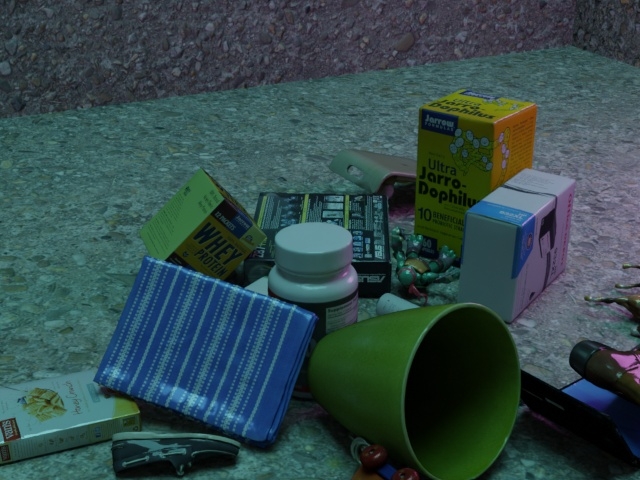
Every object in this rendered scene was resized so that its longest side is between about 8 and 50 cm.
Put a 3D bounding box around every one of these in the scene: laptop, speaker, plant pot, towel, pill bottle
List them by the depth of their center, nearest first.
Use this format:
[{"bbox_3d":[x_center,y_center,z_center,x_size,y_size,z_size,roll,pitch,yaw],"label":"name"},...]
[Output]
[{"bbox_3d":[0.123,0.225,1.663,0.274,0.275,0.293,-21,16,-38],"label":"plant pot"},{"bbox_3d":[0.455,0.259,1.705,0.234,0.264,0.136,26,71,46],"label":"laptop"},{"bbox_3d":[-0.193,0.184,1.737,0.336,0.243,0.040,18,-12,13],"label":"towel"},{"bbox_3d":[-0.014,0.122,1.834,0.161,0.283,0.161,0,24,0],"label":"pill bottle"},{"bbox_3d":[0.176,0.151,2.050,0.055,0.055,0.136,-21,31,-39],"label":"speaker"}]

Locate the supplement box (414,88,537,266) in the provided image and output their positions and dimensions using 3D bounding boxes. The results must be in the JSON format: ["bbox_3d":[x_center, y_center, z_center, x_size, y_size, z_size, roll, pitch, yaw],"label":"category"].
[{"bbox_3d":[0.346,-0.136,2.326,0.194,0.357,0.195,17,29,35],"label":"supplement box"}]

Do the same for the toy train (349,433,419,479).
[{"bbox_3d":[0.049,0.376,1.518,0.143,0.105,0.248,-30,24,-19],"label":"toy train"}]

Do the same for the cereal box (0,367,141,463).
[{"bbox_3d":[-0.441,0.290,1.747,0.240,0.047,0.173,-9,26,-22],"label":"cereal box"}]

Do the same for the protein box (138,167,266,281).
[{"bbox_3d":[-0.255,-0.013,2.204,0.201,0.136,0.200,-46,31,2],"label":"protein box"}]

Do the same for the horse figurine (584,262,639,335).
[{"bbox_3d":[0.671,0.113,2.125,0.174,0.066,0.263,14,29,40],"label":"horse figurine"}]

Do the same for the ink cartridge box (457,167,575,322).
[{"bbox_3d":[0.418,0.004,2.174,0.129,0.223,0.307,15,28,29],"label":"ink cartridge box"}]

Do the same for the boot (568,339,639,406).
[{"bbox_3d":[0.591,0.250,1.700,0.264,0.096,0.280,17,10,-29],"label":"boot"}]

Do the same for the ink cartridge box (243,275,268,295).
[{"bbox_3d":[-0.121,0.154,2.046,0.171,0.056,0.235,17,32,35],"label":"ink cartridge box"}]

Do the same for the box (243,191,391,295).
[{"bbox_3d":[0.000,0.000,2.343,0.318,0.097,0.395,2,24,0],"label":"box"}]

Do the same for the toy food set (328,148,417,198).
[{"bbox_3d":[0.204,-0.152,2.655,0.306,0.092,0.219,6,16,-34],"label":"toy food set"}]

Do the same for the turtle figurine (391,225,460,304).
[{"bbox_3d":[0.210,0.048,2.201,0.175,0.118,0.234,40,19,7],"label":"turtle figurine"}]

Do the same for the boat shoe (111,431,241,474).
[{"bbox_3d":[-0.230,0.344,1.640,0.206,0.075,0.065,3,67,-6],"label":"boat shoe"}]

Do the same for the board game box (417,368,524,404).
[{"bbox_3d":[0.273,0.237,1.850,0.194,0.060,0.194,4,24,7],"label":"board game box"}]
